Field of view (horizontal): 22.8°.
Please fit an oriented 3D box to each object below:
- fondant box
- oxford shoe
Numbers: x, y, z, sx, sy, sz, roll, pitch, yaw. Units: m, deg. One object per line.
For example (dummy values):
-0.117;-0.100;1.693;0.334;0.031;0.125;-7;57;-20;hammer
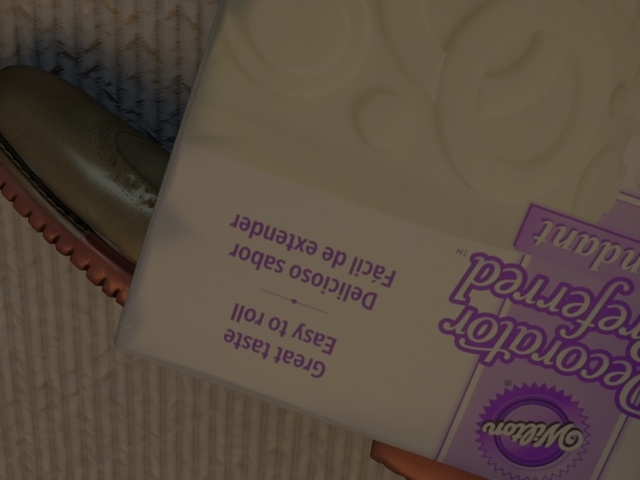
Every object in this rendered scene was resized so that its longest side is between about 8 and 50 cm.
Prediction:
0.077;-0.071;0.666;0.238;0.096;0.330;19;114;-2;fondant box
0.000;0.000;0.831;0.397;0.140;0.146;30;101;-5;oxford shoe
